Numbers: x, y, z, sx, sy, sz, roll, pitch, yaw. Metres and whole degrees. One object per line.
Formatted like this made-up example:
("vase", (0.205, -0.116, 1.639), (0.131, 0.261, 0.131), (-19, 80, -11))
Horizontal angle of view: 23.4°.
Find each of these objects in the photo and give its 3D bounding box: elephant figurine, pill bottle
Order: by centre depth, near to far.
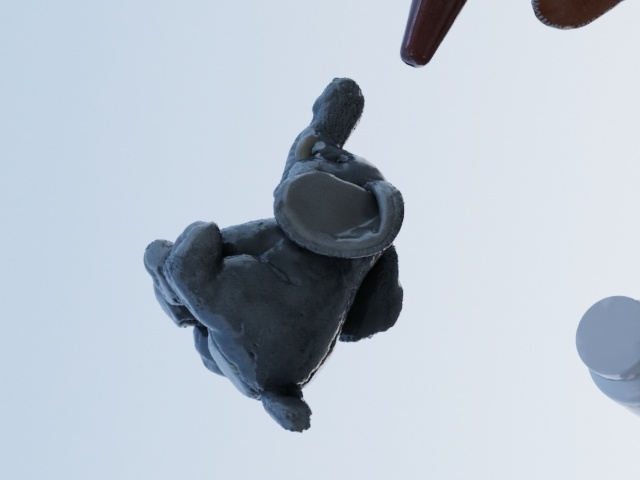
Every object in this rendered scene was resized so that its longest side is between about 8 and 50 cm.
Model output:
("elephant figurine", (0.000, 0.000, 1.174), (0.239, 0.169, 0.186), (-35, -82, -17))
("pill bottle", (0.330, 0.121, 1.535), (0.193, 0.108, 0.108), (31, -122, -49))

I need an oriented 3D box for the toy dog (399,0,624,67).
("toy dog", (0.151, -0.149, 0.799), (0.220, 0.334, 0.161), (-150, 70, -78))
